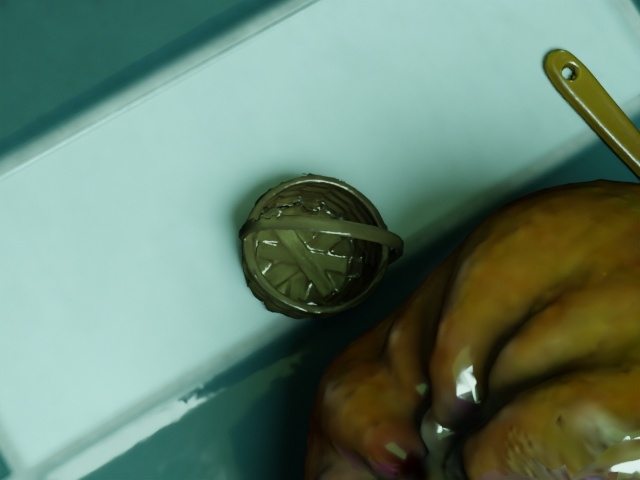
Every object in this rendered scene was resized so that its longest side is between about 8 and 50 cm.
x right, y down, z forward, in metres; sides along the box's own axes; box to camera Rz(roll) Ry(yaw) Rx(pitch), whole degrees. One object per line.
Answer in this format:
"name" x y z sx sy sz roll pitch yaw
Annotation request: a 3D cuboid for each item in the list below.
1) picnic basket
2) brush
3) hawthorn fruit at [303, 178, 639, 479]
"picnic basket" 0.000 0.000 0.734 0.072 0.083 0.072 2 81 -10
"brush" 0.169 -0.029 0.809 0.043 0.014 0.170 -41 89 -16
"hawthorn fruit" 0.142 0.127 0.661 0.298 0.277 0.277 26 75 -34
